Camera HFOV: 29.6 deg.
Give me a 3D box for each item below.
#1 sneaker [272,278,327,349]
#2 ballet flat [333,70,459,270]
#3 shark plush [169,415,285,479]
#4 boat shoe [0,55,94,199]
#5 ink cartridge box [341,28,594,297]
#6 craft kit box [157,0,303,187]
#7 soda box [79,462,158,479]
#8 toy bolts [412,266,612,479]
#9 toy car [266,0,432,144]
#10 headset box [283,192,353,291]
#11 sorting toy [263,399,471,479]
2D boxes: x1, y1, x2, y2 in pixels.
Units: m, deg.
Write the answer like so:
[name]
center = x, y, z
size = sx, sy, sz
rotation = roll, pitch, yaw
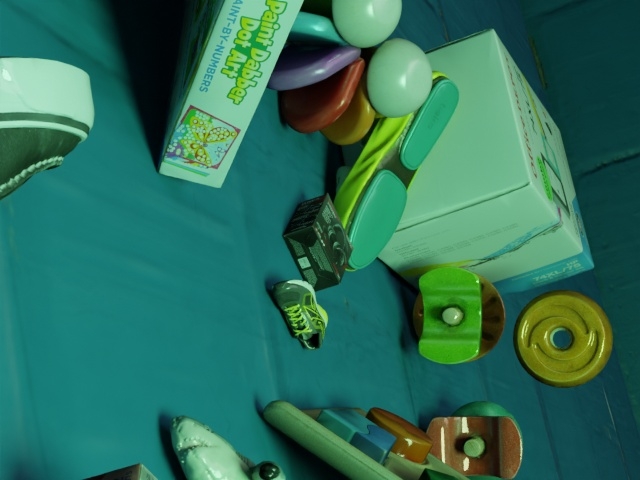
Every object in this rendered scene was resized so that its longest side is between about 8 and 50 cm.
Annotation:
[sneaker]
center = -0.015, 0.062, 1.015
size = 0.083, 0.031, 0.035
rotation = 50, 29, -47
[ballet flat]
center = 0.060, -0.075, 1.230
size = 0.077, 0.077, 0.231
rotation = 44, 71, -48
[shark plush]
center = -0.045, 0.162, 0.814
size = 0.067, 0.073, 0.161
rotation = 48, 9, 33
[boat shoe]
center = -0.188, -0.012, 0.484
size = 0.306, 0.113, 0.105
rotation = -27, 105, -68
[ink cartridge box]
center = 0.165, -0.068, 1.375
size = 0.270, 0.197, 0.198
rotation = 37, 39, -58
[craft kit box]
center = -0.052, -0.210, 0.885
size = 0.247, 0.061, 0.250
rotation = 115, -18, -44
[soda box]
center = -0.106, 0.235, 0.526
size = 0.092, 0.083, 0.263
rotation = 56, 25, -37
[toy bolts]
center = 0.203, 0.150, 1.315
size = 0.158, 0.218, 0.229
rotation = 18, 76, -74
[toy car]
center = 0.003, -0.172, 1.152
size = 0.136, 0.159, 0.182
rotation = -45, 125, -26
[headset box]
center = 0.000, 0.000, 1.112
size = 0.062, 0.032, 0.083
rotation = 65, 22, -18
[sorting toy]
center = 0.119, 0.207, 0.943
size = 0.307, 0.041, 0.229
rotation = 31, 1, 23
